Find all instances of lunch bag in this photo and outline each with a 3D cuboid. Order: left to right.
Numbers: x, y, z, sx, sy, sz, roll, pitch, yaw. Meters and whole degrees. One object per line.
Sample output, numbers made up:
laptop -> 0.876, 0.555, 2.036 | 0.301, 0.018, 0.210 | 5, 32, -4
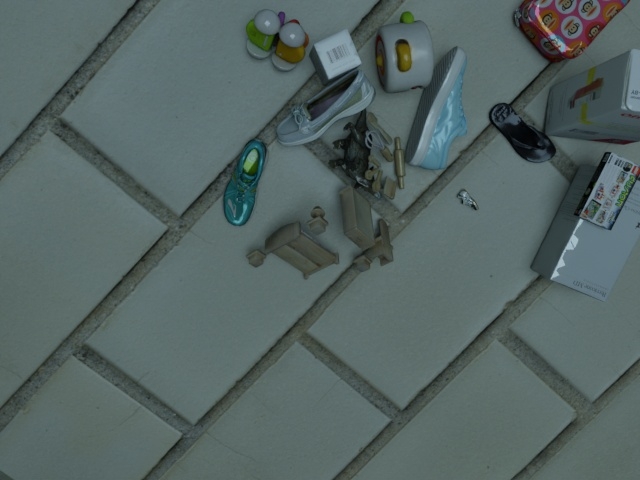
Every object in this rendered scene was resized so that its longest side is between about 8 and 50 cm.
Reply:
lunch bag -> 0.735, -0.709, 1.593 | 0.258, 0.120, 0.293 | 43, 95, -11

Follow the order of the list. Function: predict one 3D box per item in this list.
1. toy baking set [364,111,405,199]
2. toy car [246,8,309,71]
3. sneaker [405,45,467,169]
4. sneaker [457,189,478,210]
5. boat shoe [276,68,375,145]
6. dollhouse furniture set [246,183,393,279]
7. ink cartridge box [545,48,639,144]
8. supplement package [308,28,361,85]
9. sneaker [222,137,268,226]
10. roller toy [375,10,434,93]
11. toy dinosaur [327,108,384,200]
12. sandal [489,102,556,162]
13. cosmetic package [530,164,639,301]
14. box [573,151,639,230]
toy baking set -> 0.197, -0.252, 1.621 | 0.030, 0.196, 0.256 | -2, 91, 39
toy car -> -0.118, -0.590, 1.542 | 0.182, 0.159, 0.136 | 24, 64, -9
sneaker -> 0.383, -0.388, 1.632 | 0.150, 0.135, 0.366 | 14, 109, -16
sneaker -> 0.475, -0.125, 1.737 | 0.037, 0.032, 0.083 | -40, 97, 18
boat shoe -> 0.000, -0.384, 1.560 | 0.320, 0.118, 0.103 | -23, 143, 19
dollhouse furniture set -> 0.000, 0.000, 1.701 | 0.355, 0.174, 0.303 | -27, 136, 28
ink cartridge box -> 0.869, -0.389, 1.526 | 0.279, 0.384, 0.160 | 7, 92, -6
supplement package -> 0.039, -0.519, 1.538 | 0.105, 0.179, 0.105 | -26, 102, 1
sneaker -> -0.231, -0.174, 1.620 | 0.107, 0.110, 0.275 | 15, 100, -8
roller toy -> 0.233, -0.522, 1.547 | 0.146, 0.191, 0.209 | -10, 58, -2
toy dinosaur -> 0.108, -0.273, 1.631 | 0.121, 0.160, 0.314 | -6, 90, 31
sandal -> 0.636, -0.330, 1.694 | 0.254, 0.054, 0.097 | 35, 96, -11
cosmetic package -> 0.871, -0.025, 1.724 | 0.217, 0.156, 0.385 | 20, 98, -6
box -> 0.857, -0.146, 1.605 | 0.114, 0.036, 0.207 | 23, 98, -7
